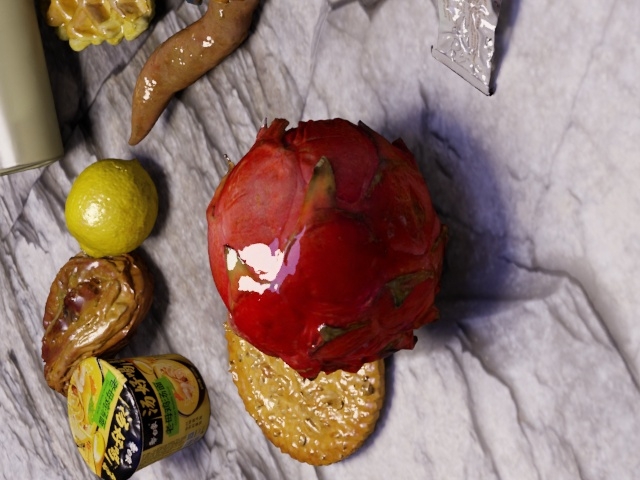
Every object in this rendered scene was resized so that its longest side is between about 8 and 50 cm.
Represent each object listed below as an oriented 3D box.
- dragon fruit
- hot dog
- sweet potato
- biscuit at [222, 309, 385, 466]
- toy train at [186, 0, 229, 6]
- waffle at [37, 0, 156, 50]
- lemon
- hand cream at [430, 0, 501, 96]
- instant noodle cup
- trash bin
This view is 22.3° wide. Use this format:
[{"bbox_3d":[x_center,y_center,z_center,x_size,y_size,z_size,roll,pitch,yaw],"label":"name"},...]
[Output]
[{"bbox_3d":[0.006,0.006,1.561,0.241,0.241,0.252,14,97,46],"label":"dragon fruit"},{"bbox_3d":[-0.284,0.101,1.991,0.160,0.099,0.227,-96,28,-42],"label":"hot dog"},{"bbox_3d":[-0.146,-0.206,1.802,0.281,0.059,0.067,-40,79,46],"label":"sweet potato"},{"bbox_3d":[-0.023,0.124,1.757,0.254,0.035,0.253,16,112,45],"label":"biscuit"},{"bbox_3d":[-0.060,-0.398,1.561,0.232,0.163,0.369,25,107,31],"label":"toy train"},{"bbox_3d":[-0.272,-0.369,1.907,0.282,0.058,0.300,-21,83,48],"label":"waffle"},{"bbox_3d":[-0.247,-0.038,1.918,0.109,0.109,0.133,30,96,41],"label":"lemon"},{"bbox_3d":[0.150,-0.261,1.470,0.084,0.050,0.257,36,127,34],"label":"hand cream"},{"bbox_3d":[-0.213,0.203,1.928,0.151,0.122,0.151,11,104,46],"label":"instant noodle cup"},{"bbox_3d":[-0.401,-0.206,2.010,0.243,0.121,0.247,175,81,-73],"label":"trash bin"}]
